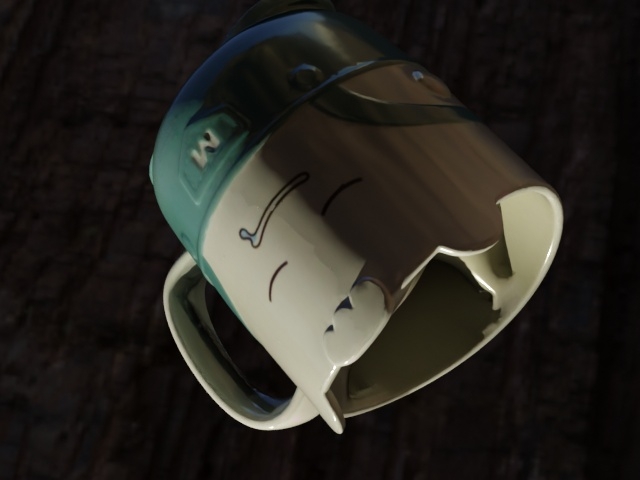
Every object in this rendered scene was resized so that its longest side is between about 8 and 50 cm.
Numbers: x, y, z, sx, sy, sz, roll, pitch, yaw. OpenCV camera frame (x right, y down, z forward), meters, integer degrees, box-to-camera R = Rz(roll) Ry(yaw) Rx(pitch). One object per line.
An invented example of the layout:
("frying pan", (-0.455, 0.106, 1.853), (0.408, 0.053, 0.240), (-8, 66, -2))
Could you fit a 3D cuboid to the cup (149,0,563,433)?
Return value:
("cup", (0.000, 0.000, 0.910), (0.219, 0.257, 0.289), (-2, -46, -55))
